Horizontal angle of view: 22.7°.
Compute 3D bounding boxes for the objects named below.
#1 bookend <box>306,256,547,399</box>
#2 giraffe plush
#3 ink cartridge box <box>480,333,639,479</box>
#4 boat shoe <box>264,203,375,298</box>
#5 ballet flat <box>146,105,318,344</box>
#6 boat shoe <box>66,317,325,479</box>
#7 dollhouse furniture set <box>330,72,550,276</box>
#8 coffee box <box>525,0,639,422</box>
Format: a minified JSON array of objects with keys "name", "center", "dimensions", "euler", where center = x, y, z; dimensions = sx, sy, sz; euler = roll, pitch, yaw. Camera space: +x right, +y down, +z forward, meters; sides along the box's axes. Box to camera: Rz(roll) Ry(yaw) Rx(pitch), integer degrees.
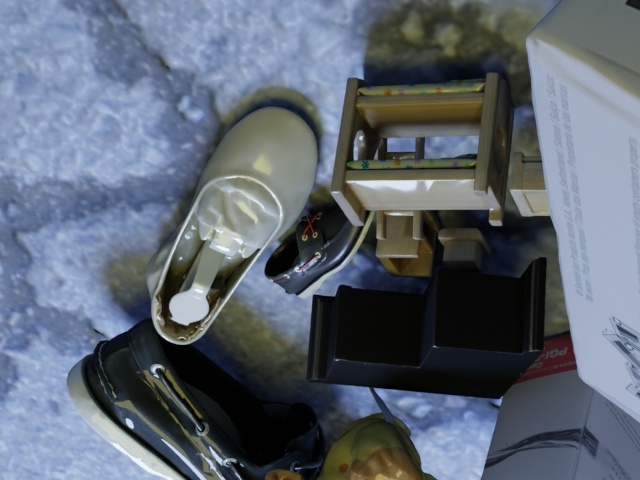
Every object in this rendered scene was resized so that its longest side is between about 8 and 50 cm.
[{"name":"bookend","center":[0.075,0.062,1.192],"dimensions":[0.157,0.072,0.156],"euler":[5,162,-3]},{"name":"giraffe plush","center":[0.014,0.227,1.266],"dimensions":[0.170,0.210,0.181],"euler":[-36,151,3]},{"name":"ink cartridge box","center":[0.203,0.202,1.238],"dimensions":[0.092,0.218,0.158],"euler":[-18,123,32]},{"name":"boat shoe","center":[0.000,0.001,1.244],"dimensions":[0.042,0.049,0.133],"euler":[27,141,-17]},{"name":"ballet flat","center":[-0.074,-0.001,1.247],"dimensions":[0.086,0.086,0.248],"euler":[28,135,-6]},{"name":"boat shoe","center":[-0.054,0.180,1.390],"dimensions":[0.340,0.127,0.113],"euler":[39,110,-15]},{"name":"dollhouse furniture set","center":[0.122,-0.047,1.148],"dimensions":[0.182,0.101,0.161],"euler":[0,157,20]},{"name":"coffee box","center":[0.344,-0.030,0.753],"dimensions":[0.338,0.334,0.337],"euler":[36,163,28]}]
